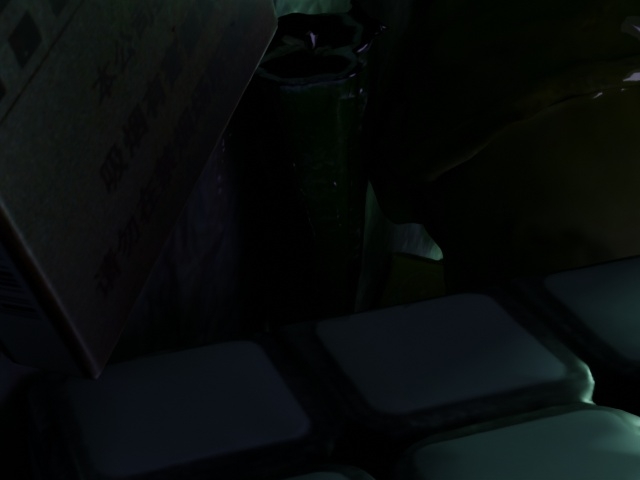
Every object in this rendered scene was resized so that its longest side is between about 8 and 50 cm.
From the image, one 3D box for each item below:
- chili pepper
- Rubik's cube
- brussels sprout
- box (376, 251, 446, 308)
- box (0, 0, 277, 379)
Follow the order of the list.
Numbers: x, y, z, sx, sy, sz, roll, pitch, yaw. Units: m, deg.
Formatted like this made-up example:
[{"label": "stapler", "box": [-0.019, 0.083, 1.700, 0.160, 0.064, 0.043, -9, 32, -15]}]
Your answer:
[{"label": "chili pepper", "box": [0.000, 0.000, 0.668, 0.088, 0.059, 0.226, -58, 153, -52]}, {"label": "Rubik's cube", "box": [0.078, 0.209, 0.470, 0.304, 0.301, 0.305, -131, -144, -61]}, {"label": "brussels sprout", "box": [0.150, -0.021, 0.709, 0.294, 0.227, 0.259, 0, 68, -67]}, {"label": "box", "box": [0.068, 0.161, 0.857, 0.168, 0.097, 0.265, 64, 42, -58]}, {"label": "box", "box": [-0.094, -0.120, 0.384, 0.324, 0.047, 0.180, 73, 34, -51]}]
